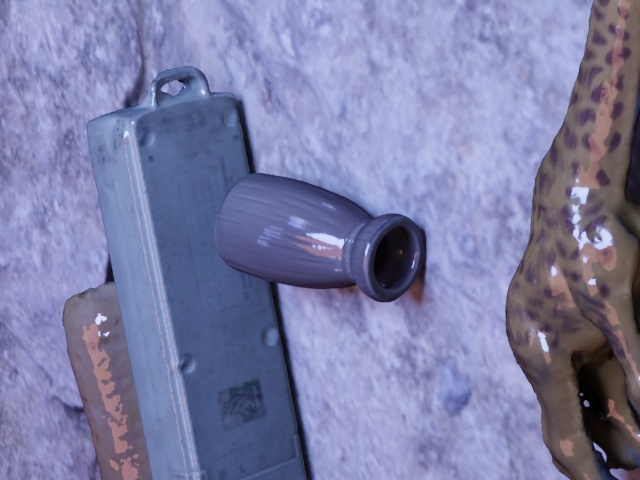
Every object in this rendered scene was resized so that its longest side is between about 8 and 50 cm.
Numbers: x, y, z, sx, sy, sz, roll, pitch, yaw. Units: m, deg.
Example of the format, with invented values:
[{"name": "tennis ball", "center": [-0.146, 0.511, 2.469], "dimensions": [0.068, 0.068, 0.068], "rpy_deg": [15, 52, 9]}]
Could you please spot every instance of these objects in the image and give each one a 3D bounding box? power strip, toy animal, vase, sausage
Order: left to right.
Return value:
[{"name": "sausage", "center": [-0.093, 0.170, 1.088], "dimensions": [0.066, 0.066, 0.301], "rpy_deg": [1, 104, 49]}, {"name": "power strip", "center": [-0.064, 0.045, 0.997], "dimensions": [0.052, 0.078, 0.272], "rpy_deg": [-1, 103, 51]}, {"name": "vase", "center": [0.000, 0.000, 0.929], "dimensions": [0.101, 0.053, 0.053], "rpy_deg": [15, 115, 41]}, {"name": "toy animal", "center": [0.129, -0.001, 0.781], "dimensions": [0.149, 0.054, 0.275], "rpy_deg": [-10, 95, 48]}]
